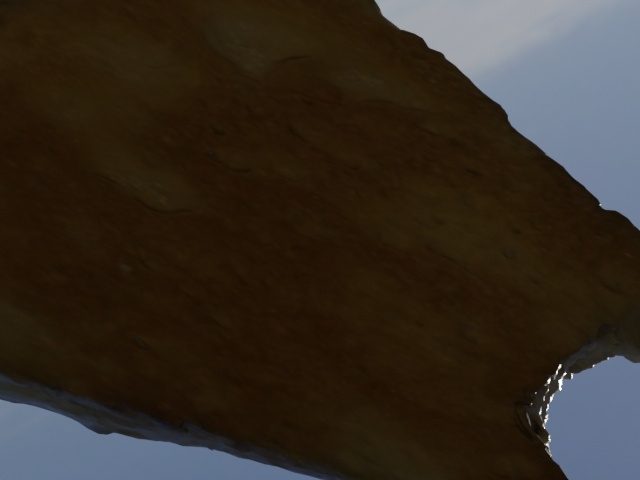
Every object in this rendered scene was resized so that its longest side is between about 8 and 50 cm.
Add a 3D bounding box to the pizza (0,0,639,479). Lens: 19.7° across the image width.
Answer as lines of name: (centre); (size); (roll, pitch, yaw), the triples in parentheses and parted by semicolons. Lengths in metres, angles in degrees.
pizza: (0.000, 0.000, 0.519); (0.034, 0.262, 0.181); (103, 11, -58)
